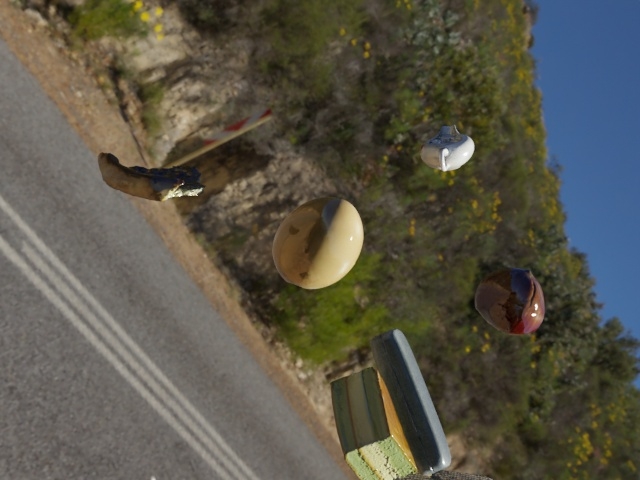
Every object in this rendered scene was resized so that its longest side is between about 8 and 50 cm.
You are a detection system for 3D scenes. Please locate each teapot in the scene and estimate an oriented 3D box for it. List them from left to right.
[{"bbox_3d":[0.340,-0.236,1.981,0.226,0.145,0.092,-64,142,-62],"label":"teapot"}]

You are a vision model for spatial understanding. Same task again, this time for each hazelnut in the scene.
[{"bbox_3d":[0.607,0.188,2.354,0.229,0.229,0.229,63,1,-1],"label":"hazelnut"}]

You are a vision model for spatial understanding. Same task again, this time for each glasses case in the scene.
[{"bbox_3d":[0.203,0.357,1.650,0.323,0.074,0.131,69,15,14],"label":"glasses case"}]

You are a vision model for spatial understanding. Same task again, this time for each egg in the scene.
[{"bbox_3d":[0.000,0.000,1.748,0.201,0.244,0.201,21,42,-20],"label":"egg"}]

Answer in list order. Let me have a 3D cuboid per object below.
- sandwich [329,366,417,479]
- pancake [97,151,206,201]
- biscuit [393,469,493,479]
[{"bbox_3d":[0.105,0.381,1.513,0.187,0.117,0.144,-101,164,-47],"label":"sandwich"},{"bbox_3d":[-0.389,-0.142,1.673,0.212,0.257,0.056,-104,-163,-65],"label":"pancake"},{"bbox_3d":[0.307,0.629,1.841,0.426,0.078,0.144,20,7,-33],"label":"biscuit"}]
